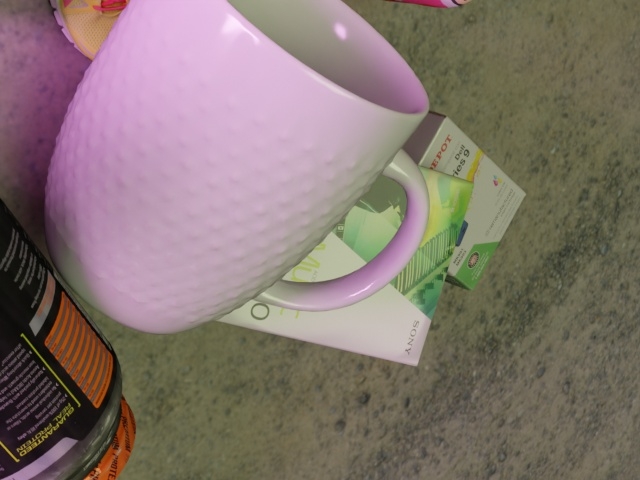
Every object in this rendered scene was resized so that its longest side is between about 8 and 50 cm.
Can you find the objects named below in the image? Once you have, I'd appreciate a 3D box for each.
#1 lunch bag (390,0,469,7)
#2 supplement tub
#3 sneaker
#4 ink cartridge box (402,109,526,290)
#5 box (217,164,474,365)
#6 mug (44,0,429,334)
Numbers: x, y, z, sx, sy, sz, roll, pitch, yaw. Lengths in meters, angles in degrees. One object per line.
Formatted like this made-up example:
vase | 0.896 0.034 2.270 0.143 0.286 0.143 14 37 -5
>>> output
lunch bag | 0.146 -0.392 1.270 0.120 0.258 0.293 35 81 -45
supplement tub | -0.315 0.097 1.062 0.207 0.207 0.338 -45 130 -21
sneaker | -0.200 -0.264 1.113 0.081 0.094 0.208 -18 119 -39
ink cartridge box | 0.148 -0.054 1.516 0.212 0.093 0.154 37 80 -42
box | 0.000 0.000 1.349 0.322 0.058 0.232 14 96 -25
mug | -0.066 -0.061 1.135 0.374 0.276 0.328 29 115 -24
